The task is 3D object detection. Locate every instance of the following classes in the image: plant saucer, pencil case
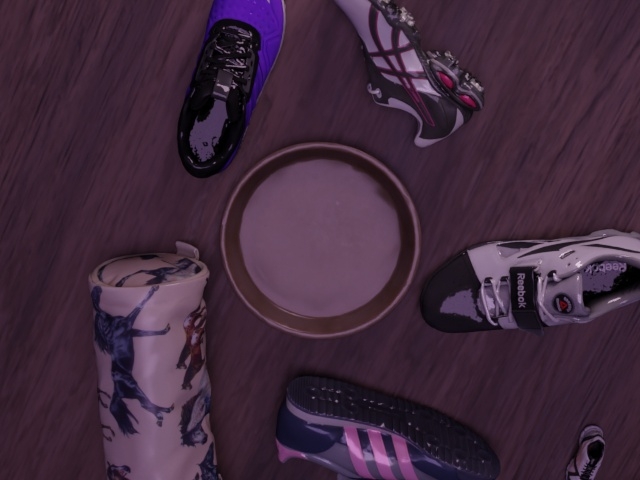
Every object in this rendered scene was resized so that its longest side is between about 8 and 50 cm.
[{"bbox_3d":[0.000,0.000,1.578,0.278,0.041,0.277,0,101,2],"label":"plant saucer"},{"bbox_3d":[-0.216,0.215,1.568,0.160,0.183,0.410,2,102,30],"label":"pencil case"}]

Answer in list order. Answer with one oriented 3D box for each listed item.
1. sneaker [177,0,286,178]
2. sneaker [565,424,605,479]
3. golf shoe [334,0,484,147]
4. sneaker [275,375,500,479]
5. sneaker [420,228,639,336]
[{"bbox_3d":[-0.117,-0.215,1.485,0.102,0.146,0.293,16,101,-1],"label":"sneaker"},{"bbox_3d":[0.378,0.319,1.626,0.040,0.044,0.109,10,103,-2],"label":"sneaker"},{"bbox_3d":[0.091,-0.242,1.498,0.273,0.105,0.120,45,106,-6],"label":"golf shoe"},{"bbox_3d":[0.089,0.297,1.613,0.319,0.112,0.131,20,118,1],"label":"sneaker"},{"bbox_3d":[0.295,0.060,1.529,0.331,0.146,0.122,-15,102,6],"label":"sneaker"}]
